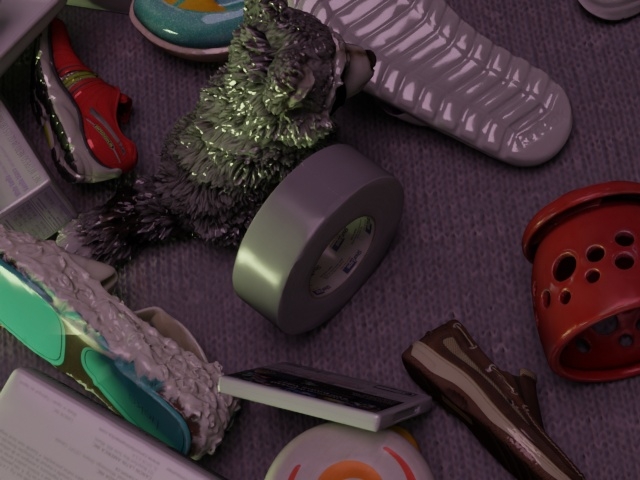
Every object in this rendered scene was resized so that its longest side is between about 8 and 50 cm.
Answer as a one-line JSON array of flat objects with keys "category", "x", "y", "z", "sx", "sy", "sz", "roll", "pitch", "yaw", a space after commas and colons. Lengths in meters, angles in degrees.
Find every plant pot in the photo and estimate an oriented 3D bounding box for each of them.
[{"category": "plant pot", "x": 0.319, "y": 0.039, "z": 1.587, "sx": 0.191, "sy": 0.191, "sz": 0.174, "roll": -16, "pitch": 62, "yaw": 4}]

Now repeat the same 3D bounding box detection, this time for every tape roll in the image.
[{"category": "tape roll", "x": 0.000, "y": 0.000, "z": 1.652, "sx": 0.072, "sy": 0.219, "sz": 0.219, "roll": 37, "pitch": 78, "yaw": 22}]

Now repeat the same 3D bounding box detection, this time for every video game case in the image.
[{"category": "video game case", "x": 0.007, "y": 0.171, "z": 1.596, "sx": 0.190, "sy": 0.173, "sz": 0.022, "roll": 12, "pitch": 95, "yaw": 22}]

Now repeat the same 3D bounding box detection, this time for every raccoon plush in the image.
[{"category": "raccoon plush", "x": -0.134, "y": -0.098, "z": 1.678, "sx": 0.446, "sy": 0.299, "sz": 0.216, "roll": -36, "pitch": 65, "yaw": -5}]

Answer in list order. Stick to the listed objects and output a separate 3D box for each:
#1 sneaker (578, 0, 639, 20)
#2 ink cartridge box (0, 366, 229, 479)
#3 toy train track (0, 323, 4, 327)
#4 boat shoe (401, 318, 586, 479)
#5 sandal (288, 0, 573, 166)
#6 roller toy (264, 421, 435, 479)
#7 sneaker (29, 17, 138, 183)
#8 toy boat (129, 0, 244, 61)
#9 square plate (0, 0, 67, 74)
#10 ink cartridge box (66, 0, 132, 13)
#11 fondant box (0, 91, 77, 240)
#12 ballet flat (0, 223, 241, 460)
[{"category": "sneaker", "x": 0.450, "y": -0.384, "z": 1.782, "sx": 0.297, "sy": 0.129, "sz": 0.111, "roll": -33, "pitch": 62, "yaw": -5}, {"category": "ink cartridge box", "x": -0.287, "y": 0.376, "z": 1.566, "sx": 0.308, "sy": 0.091, "sz": 0.385, "roll": 28, "pitch": 86, "yaw": 13}, {"category": "toy train track", "x": -0.430, "y": 0.101, "z": 1.810, "sx": 0.083, "sy": 0.014, "sz": 0.048, "roll": 5, "pitch": 60, "yaw": 8}, {"category": "boat shoe", "x": 0.208, "y": 0.180, "z": 1.601, "sx": 0.095, "sy": 0.095, "sz": 0.257, "roll": -40, "pitch": 64, "yaw": -14}, {"category": "sandal", "x": 0.119, "y": -0.220, "z": 1.794, "sx": 0.416, "sy": 0.102, "sz": 0.169, "roll": 39, "pitch": 79, "yaw": 9}, {"category": "roller toy", "x": 0.030, "y": 0.300, "z": 1.553, "sx": 0.191, "sy": 0.146, "sz": 0.209, "roll": -10, "pitch": 62, "yaw": -5}, {"category": "sneaker", "x": -0.307, "y": -0.181, "z": 1.876, "sx": 0.118, "sy": 0.107, "sz": 0.279, "roll": -7, "pitch": 54, "yaw": -23}, {"category": "toy boat", "x": -0.140, "y": -0.387, "z": 1.892, "sx": 0.267, "sy": 0.148, "sz": 0.318, "roll": -18, "pitch": 64, "yaw": 3}, {"category": "square plate", "x": -0.520, "y": -0.236, "z": 1.877, "sx": 0.344, "sy": 0.049, "sz": 0.347, "roll": 16, "pitch": 59, "yaw": 39}, {"category": "ink cartridge box", "x": -0.300, "y": -0.454, "z": 1.942, "sx": 0.168, "sy": 0.171, "sz": 0.233, "roll": 11, "pitch": 68, "yaw": 16}, {"category": "fondant box", "x": -0.508, "y": -0.039, "z": 1.830, "sx": 0.330, "sy": 0.096, "sz": 0.238, "roll": -35, "pitch": 58, "yaw": -4}, {"category": "ballet flat", "x": -0.257, "y": 0.105, "z": 1.709, "sx": 0.409, "sy": 0.147, "sz": 0.147, "roll": 39, "pitch": 78, "yaw": 14}]
